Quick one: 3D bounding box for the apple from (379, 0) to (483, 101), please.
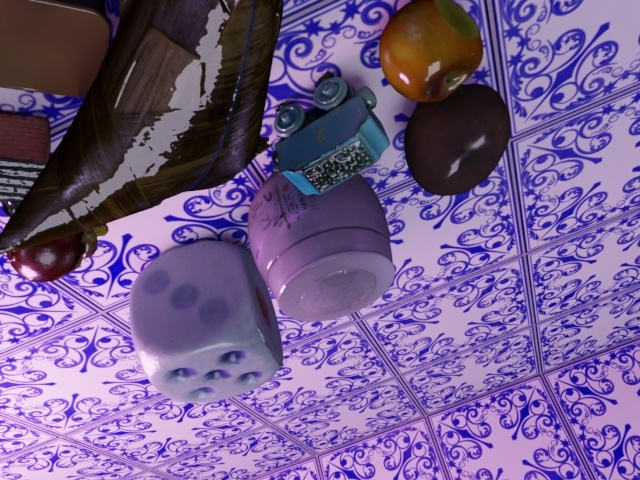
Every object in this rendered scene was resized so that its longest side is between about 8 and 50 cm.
[{"bbox_3d":[0.176,-0.296,0.987,0.163,0.147,0.146,9,138,-34],"label":"apple"}]

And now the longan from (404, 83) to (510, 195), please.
[{"bbox_3d":[0.244,-0.186,1.126,0.198,0.198,0.212,4,127,-27],"label":"longan"}]

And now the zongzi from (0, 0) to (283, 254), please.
[{"bbox_3d":[-0.242,-0.185,0.782,0.432,0.208,0.403,-34,159,-34],"label":"zongzi"}]

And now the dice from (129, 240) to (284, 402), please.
[{"bbox_3d":[-0.244,0.179,1.350,0.262,0.268,0.264,-18,145,3],"label":"dice"}]

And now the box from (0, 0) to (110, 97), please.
[{"bbox_3d":[-0.391,-0.283,0.825,0.201,0.090,0.144,2,140,-24],"label":"box"}]

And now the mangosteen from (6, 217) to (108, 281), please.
[{"bbox_3d":[-0.474,0.004,1.125,0.181,0.146,0.156,10,134,-32],"label":"mangosteen"}]

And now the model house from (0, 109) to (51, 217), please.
[{"bbox_3d":[-0.512,-0.101,0.950,0.183,0.172,0.166,0,140,-23],"label":"model house"}]

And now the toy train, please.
[{"bbox_3d":[0.013,-0.179,1.065,0.203,0.163,0.112,-30,144,18],"label":"toy train"}]

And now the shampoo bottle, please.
[{"bbox_3d":[0.000,0.000,1.210,0.273,0.266,0.273,-12,143,-9],"label":"shampoo bottle"}]
